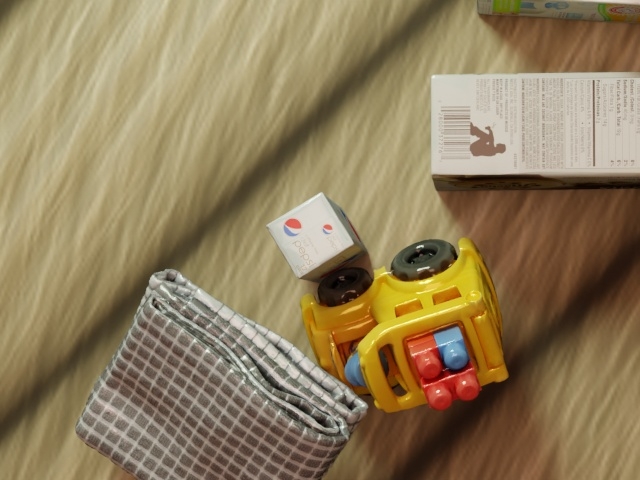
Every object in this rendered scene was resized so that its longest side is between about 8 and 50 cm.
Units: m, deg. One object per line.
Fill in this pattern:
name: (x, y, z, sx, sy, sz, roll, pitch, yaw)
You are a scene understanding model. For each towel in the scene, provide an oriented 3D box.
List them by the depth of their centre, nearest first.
towel: (-0.120, 0.195, 1.685, 0.284, 0.121, 0.235, 35, 128, 6)

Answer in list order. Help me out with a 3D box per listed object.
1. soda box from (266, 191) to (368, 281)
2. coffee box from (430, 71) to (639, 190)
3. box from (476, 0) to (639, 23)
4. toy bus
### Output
soda box: (0.000, 0.000, 1.694, 0.074, 0.216, 0.069, -32, 85, 4)
coffee box: (0.274, -0.120, 1.698, 0.297, 0.168, 0.119, 0, 87, 5)
box: (0.285, -0.315, 1.736, 0.203, 0.114, 0.103, 4, 87, 5)
toy bus: (0.098, 0.120, 1.663, 0.220, 0.211, 0.149, -18, 116, 6)
